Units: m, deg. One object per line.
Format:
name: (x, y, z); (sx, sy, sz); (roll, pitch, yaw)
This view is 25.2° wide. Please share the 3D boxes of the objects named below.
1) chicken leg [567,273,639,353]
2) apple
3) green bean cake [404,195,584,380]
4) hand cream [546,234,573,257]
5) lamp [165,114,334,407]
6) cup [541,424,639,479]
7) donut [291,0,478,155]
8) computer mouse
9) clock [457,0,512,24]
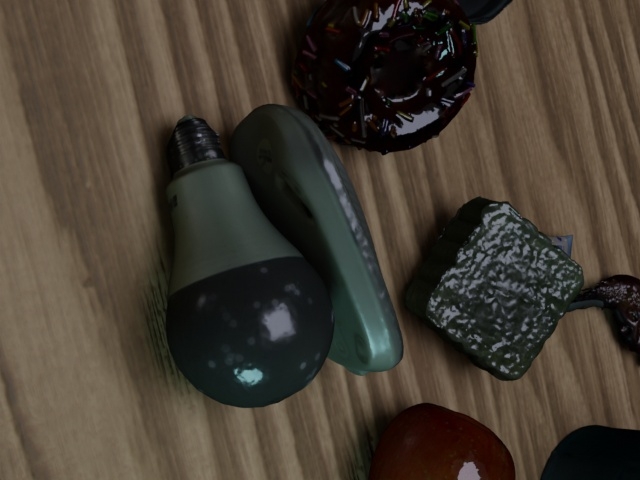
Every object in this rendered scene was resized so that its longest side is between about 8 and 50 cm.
chicken leg: (0.426, 0.100, 2.047); (0.253, 0.051, 0.106); (28, 75, -32)
apple: (0.143, 0.287, 1.720); (0.181, 0.181, 0.168); (22, 98, -37)
green bean cake: (0.217, 0.058, 1.818); (0.185, 0.094, 0.183); (38, 84, -28)
hand cream: (0.285, 0.015, 1.936); (0.170, 0.043, 0.065); (8, 89, -43)
lamp: (-0.104, 0.034, 1.562); (0.182, 0.182, 0.314); (-6, 58, -40)
cup: (0.483, 0.404, 1.916); (0.242, 0.292, 0.308); (-15, 96, -40)
donut: (0.086, -0.204, 1.699); (0.235, 0.089, 0.235); (-12, 119, -23)
computer mouse: (0.005, -0.003, 1.602); (0.095, 0.197, 0.331); (-31, 112, -22)
clock: (0.168, -0.433, 1.804); (0.325, 0.067, 0.325); (-5, 96, -52)
